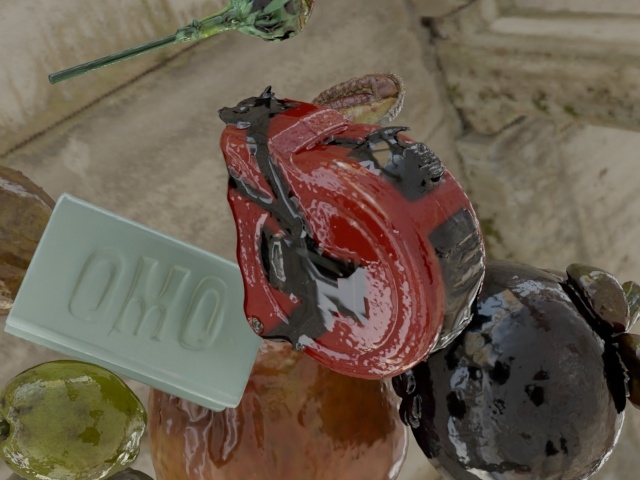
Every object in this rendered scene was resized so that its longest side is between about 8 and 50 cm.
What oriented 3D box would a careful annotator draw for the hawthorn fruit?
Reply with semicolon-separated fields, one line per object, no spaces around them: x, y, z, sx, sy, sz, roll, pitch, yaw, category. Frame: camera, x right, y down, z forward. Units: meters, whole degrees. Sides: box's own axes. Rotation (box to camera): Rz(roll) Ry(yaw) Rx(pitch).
-0.092;0.284;1.765;0.471;0.472;0.472;-10;-72;-35;hawthorn fruit

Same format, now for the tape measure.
0.026;0.002;0.968;0.114;0.260;0.253;-34;-50;-41;tape measure

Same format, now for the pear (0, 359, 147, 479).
-0.208;0.153;0.858;0.131;0.107;0.107;8;-83;-32;pear

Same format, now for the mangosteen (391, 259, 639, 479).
0.330;0.204;1.594;0.435;0.382;0.382;-9;-71;-10;mangosteen

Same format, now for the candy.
-0.145;-0.227;1.108;0.305;0.083;0.091;-22;-83;-18;candy

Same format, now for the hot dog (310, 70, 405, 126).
0.026;-0.162;1.373;0.192;0.099;0.053;-27;-40;11;hot dog

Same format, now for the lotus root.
-0.411;0.002;1.387;0.180;0.188;0.199;10;-119;-5;lotus root

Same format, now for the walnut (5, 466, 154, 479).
-0.297;0.378;1.302;0.248;0.248;0.248;-10;-72;-35;walnut

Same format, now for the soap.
-0.198;0.072;1.167;0.265;0.087;0.160;24;-108;-13;soap
